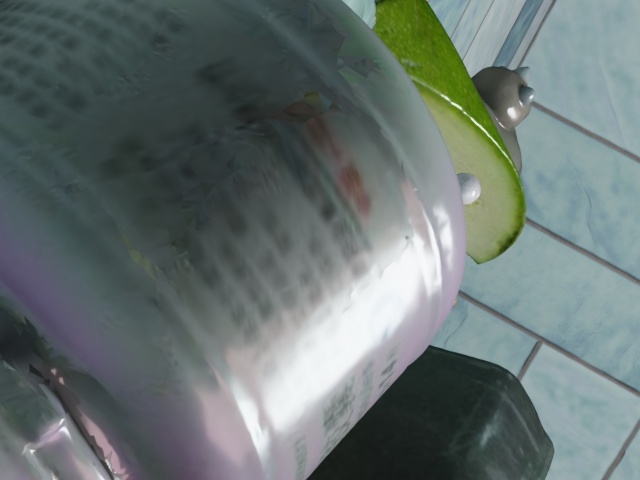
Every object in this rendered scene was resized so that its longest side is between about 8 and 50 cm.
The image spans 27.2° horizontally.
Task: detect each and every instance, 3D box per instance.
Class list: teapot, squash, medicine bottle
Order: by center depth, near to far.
[{"bbox_3d":[-0.111,0.036,0.552,0.302,0.241,0.241,-44,164,-29],"label":"medicine bottle"},{"bbox_3d":[-0.064,0.133,0.783,0.253,0.344,0.300,-64,170,16],"label":"teapot"},{"bbox_3d":[0.104,-0.087,1.195,0.111,0.288,0.203,-20,-169,27],"label":"squash"}]

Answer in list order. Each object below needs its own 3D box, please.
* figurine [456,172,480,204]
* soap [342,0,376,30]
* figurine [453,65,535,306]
[{"bbox_3d":[-0.036,0.062,1.057,0.211,0.253,0.361,25,94,-51],"label":"figurine"},{"bbox_3d":[-0.047,-0.115,0.912,0.230,0.091,0.145,-58,171,-8],"label":"soap"},{"bbox_3d":[0.081,-0.038,1.445,0.380,0.203,0.248,-58,-164,-26],"label":"figurine"}]
